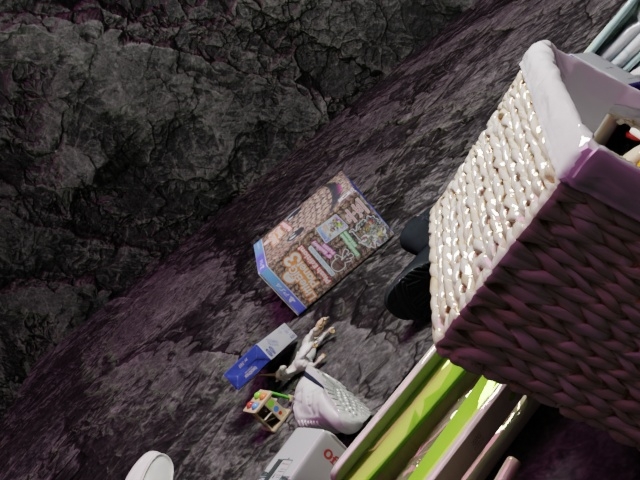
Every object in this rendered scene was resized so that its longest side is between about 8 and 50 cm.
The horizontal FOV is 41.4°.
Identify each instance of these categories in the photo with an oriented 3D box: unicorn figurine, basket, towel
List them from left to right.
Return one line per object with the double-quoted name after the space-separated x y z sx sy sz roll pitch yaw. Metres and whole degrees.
-0.031 0.224 1.676 0.111 0.060 0.162 -40 0 40 "unicorn figurine"
0.311 0.010 0.899 0.266 0.328 0.331 -59 10 26 "basket"
0.550 -0.367 1.524 0.374 0.090 0.320 -48 -4 31 "towel"

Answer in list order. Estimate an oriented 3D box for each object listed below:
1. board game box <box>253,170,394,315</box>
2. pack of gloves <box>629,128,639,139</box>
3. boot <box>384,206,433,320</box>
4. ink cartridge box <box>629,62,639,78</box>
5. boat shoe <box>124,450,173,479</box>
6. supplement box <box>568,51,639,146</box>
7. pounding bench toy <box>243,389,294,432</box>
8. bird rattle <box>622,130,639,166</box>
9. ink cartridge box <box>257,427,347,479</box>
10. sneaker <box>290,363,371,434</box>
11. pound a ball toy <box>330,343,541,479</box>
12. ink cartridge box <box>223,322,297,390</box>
0.000 0.000 1.995 0.291 0.141 0.232 -40 17 4 "board game box"
0.543 -0.178 1.123 0.195 0.046 0.232 -43 31 10 "pack of gloves"
0.193 0.035 1.555 0.246 0.094 0.207 -37 20 -7 "boot"
0.665 -0.320 1.352 0.273 0.114 0.197 -44 16 -10 "ink cartridge box"
-0.317 0.504 1.552 0.096 0.098 0.277 -30 30 34 "boat shoe"
0.415 -0.187 1.393 0.111 0.114 0.220 -20 -39 -53 "supplement box"
-0.092 0.304 1.582 0.083 0.065 0.052 -49 18 -24 "pounding bench toy"
0.498 -0.101 1.259 0.254 0.143 0.207 -31 28 -6 "bird rattle"
-0.023 0.373 1.114 0.208 0.153 0.087 -49 17 -25 "ink cartridge box"
0.010 0.285 1.405 0.094 0.090 0.235 -56 14 -3 "sneaker"
0.170 0.275 1.022 0.208 0.135 0.319 23 63 44 "pound a ball toy"
-0.118 0.233 1.724 0.097 0.046 0.207 -44 -4 14 "ink cartridge box"
